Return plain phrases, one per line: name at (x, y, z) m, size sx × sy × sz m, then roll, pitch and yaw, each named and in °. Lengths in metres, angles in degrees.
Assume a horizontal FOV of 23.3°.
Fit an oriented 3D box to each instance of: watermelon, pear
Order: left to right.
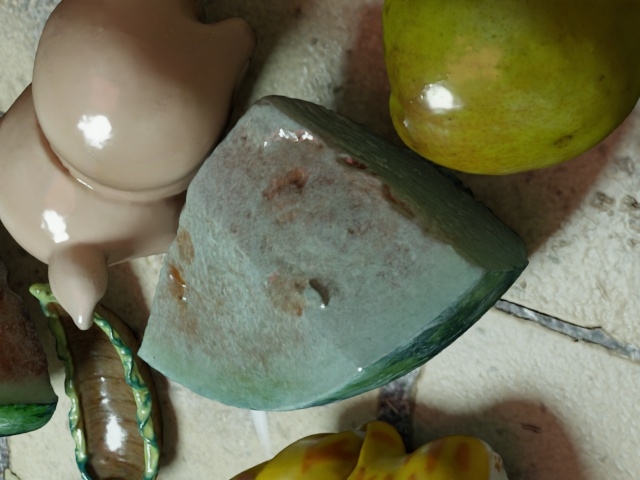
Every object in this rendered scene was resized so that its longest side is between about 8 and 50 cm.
watermelon at (-0.425, 0.087, 1.616) m, size 0.283 × 0.292 × 0.250 m, roll 17°, pitch 139°, yaw -25°
watermelon at (0.000, 0.000, 1.287) m, size 0.387 × 0.228 × 0.258 m, roll -13°, pitch 103°, yaw 46°
pear at (0.138, -0.142, 1.128) m, size 0.200 × 0.200 × 0.200 m, roll 16°, pitch 122°, yaw 27°

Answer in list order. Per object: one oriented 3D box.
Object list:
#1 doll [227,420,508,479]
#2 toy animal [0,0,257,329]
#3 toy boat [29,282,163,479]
doll at (0.063, 0.254, 1.411) m, size 0.269 × 0.162 × 0.167 m, roll 7°, pitch 133°, yaw 43°
toy animal at (-0.175, -0.095, 1.332) m, size 0.237 × 0.269 × 0.326 m, roll 50°, pitch 171°, yaw 10°
toy boat at (-0.225, 0.143, 1.589) m, size 0.108 × 0.099 × 0.293 m, roll 8°, pitch 125°, yaw 30°
